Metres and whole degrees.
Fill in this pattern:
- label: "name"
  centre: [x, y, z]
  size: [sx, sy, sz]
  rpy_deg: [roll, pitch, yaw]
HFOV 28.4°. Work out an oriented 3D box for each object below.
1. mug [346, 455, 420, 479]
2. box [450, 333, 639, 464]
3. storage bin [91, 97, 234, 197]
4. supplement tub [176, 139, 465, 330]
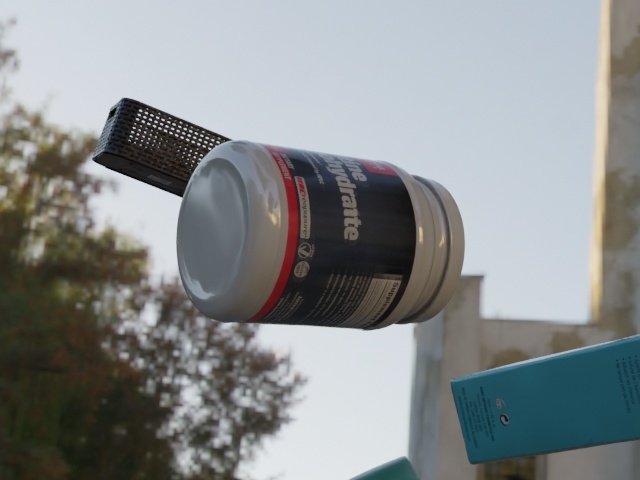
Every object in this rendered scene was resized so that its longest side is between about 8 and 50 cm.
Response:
- label: "mug"
  centre: [0.064, 0.287, 1.176]
  size: [0.097, 0.158, 0.129]
  rpy_deg: [-22, -53, -4]
- label: "box"
  centre: [0.198, 0.088, 0.779]
  size: [0.100, 0.060, 0.244]
  rpy_deg: [-8, -9, -37]
- label: "storage bin"
  centre: [-0.219, -0.123, 1.788]
  size: [0.180, 0.084, 0.122]
  rpy_deg: [22, -11, -18]
- label: "supplement tub"
  centre: [0.000, 0.000, 1.367]
  size: [0.272, 0.191, 0.191]
  rpy_deg: [6, -19, -34]
